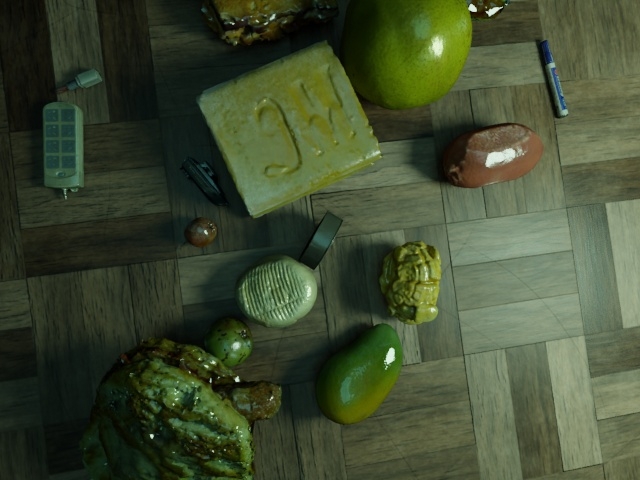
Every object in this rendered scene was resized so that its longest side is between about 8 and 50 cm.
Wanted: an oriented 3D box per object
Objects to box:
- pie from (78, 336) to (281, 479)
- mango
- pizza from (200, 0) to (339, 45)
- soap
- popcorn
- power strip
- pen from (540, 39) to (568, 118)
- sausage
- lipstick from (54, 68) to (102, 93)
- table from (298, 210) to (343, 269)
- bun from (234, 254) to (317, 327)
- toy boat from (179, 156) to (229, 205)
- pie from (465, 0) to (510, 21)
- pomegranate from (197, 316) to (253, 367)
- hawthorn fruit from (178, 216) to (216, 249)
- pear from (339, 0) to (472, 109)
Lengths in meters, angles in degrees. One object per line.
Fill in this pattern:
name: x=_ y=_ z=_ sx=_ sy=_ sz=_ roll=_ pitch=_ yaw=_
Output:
pie: x=-0.310 y=0.424 z=0.868 sx=0.394 sy=0.180 sz=0.419 roll=24 pitch=108 yaw=0
mango: x=0.096 y=0.308 z=0.970 sx=0.251 sy=0.114 sz=0.156 roll=-43 pitch=83 yaw=-18
pizza: x=-0.154 y=-0.580 z=0.966 sx=0.408 sy=0.114 sz=0.278 roll=14 pitch=86 yaw=-5
soap: x=-0.069 y=-0.245 z=0.948 sx=0.334 sy=0.156 sz=0.294 roll=-24 pitch=95 yaw=-5
popcorn: x=0.206 y=0.105 z=0.963 sx=0.140 sy=0.163 sz=0.194 roll=9 pitch=115 yaw=18
power strip: x=-0.583 y=-0.206 z=0.948 sx=0.079 sy=0.029 sz=0.227 roll=-2 pitch=88 yaw=-6
pen: x=0.608 y=-0.420 z=1.088 sx=0.025 sy=0.025 sz=0.204 roll=-14 pitch=90 yaw=-6
sausage: x=0.408 y=-0.206 z=1.004 sx=0.254 sy=0.148 sz=0.148 roll=-20 pitch=90 yaw=-8
lipstick: x=-0.559 y=-0.360 z=0.959 sx=0.107 sy=0.025 sz=0.025 roll=-24 pitch=91 yaw=0
table: x=0.000 y=0.000 z=0.953 sx=0.043 sy=0.133 sz=0.134 roll=30 pitch=85 yaw=-4
bun: x=-0.100 y=0.116 z=0.956 sx=0.188 sy=0.111 sz=0.164 roll=-22 pitch=82 yaw=4
toy boat: x=-0.260 y=-0.133 z=0.968 sx=0.060 sy=0.055 sz=0.141 roll=-40 pitch=92 yaw=1
pie: x=0.382 y=-0.717 z=1.035 sx=0.288 sy=0.103 sz=0.355 roll=33 pitch=89 yaw=-5
pomegranate: x=-0.221 y=0.236 z=0.942 sx=0.142 sy=0.114 sz=0.115 roll=-28 pitch=91 yaw=21
hawthorn fruit: x=-0.291 y=-0.011 z=0.966 sx=0.103 sy=0.066 sz=0.067 roll=-26 pitch=91 yaw=20
pear: x=0.183 y=-0.433 z=0.926 sx=0.293 sy=0.294 sz=0.295 roll=0 pitch=88 yaw=-6
